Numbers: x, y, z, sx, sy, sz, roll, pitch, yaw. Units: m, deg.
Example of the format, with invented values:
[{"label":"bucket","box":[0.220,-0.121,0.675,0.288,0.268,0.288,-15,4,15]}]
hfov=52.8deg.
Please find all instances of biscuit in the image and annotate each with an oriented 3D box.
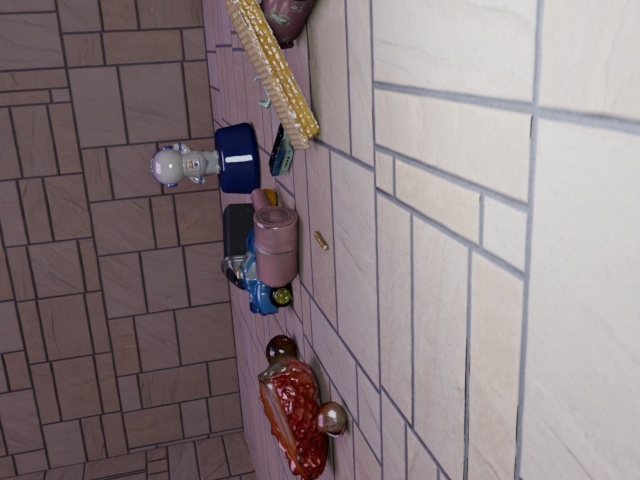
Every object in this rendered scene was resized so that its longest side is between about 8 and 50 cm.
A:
[{"label":"biscuit","box":[-0.106,-0.381,1.434,0.379,0.054,0.094,63,165,-17]}]

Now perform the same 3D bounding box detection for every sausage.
[{"label":"sausage","box":[0.000,0.000,1.557,0.100,0.015,0.015,-122,28,-60]}]

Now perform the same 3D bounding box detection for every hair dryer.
[{"label":"hair dryer","box":[-0.153,-0.042,1.935,0.352,0.125,0.210,-115,21,-54]}]

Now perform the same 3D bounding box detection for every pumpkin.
[{"label":"pumpkin","box":[-0.169,-0.121,2.102,0.074,0.054,0.083,-117,19,-66]}]

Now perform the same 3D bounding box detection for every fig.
[{"label":"fig","box":[-0.130,0.379,2.103,0.109,0.103,0.155,-78,1,-55]}]

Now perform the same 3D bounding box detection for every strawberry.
[{"label":"strawberry","box":[-0.054,0.490,1.802,0.336,0.149,0.265,68,156,15]}]

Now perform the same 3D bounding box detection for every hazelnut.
[{"label":"hazelnut","box":[0.029,0.431,1.553,0.086,0.086,0.086,173,90,-76]}]

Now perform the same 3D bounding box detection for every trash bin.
[{"label":"trash bin","box":[-0.279,0.022,2.372,0.209,0.182,0.290,117,149,-68]}]

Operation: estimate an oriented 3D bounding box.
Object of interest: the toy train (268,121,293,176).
[{"label":"toy train","box":[-0.100,-0.254,1.759,0.234,0.051,0.052,118,142,-62]}]

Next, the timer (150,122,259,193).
[{"label":"timer","box":[-0.435,-0.291,2.398,0.270,0.383,0.270,173,90,-77]}]

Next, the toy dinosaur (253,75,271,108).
[{"label":"toy dinosaur","box":[-0.123,-0.383,1.720,0.129,0.076,0.383,-57,43,32]}]

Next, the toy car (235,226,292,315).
[{"label":"toy car","box":[-0.192,0.088,2.086,0.198,0.166,0.314,-165,69,-71]}]

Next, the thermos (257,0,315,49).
[{"label":"thermos","box":[-0.092,-0.508,1.410,0.330,0.136,0.110,161,106,-76]}]
